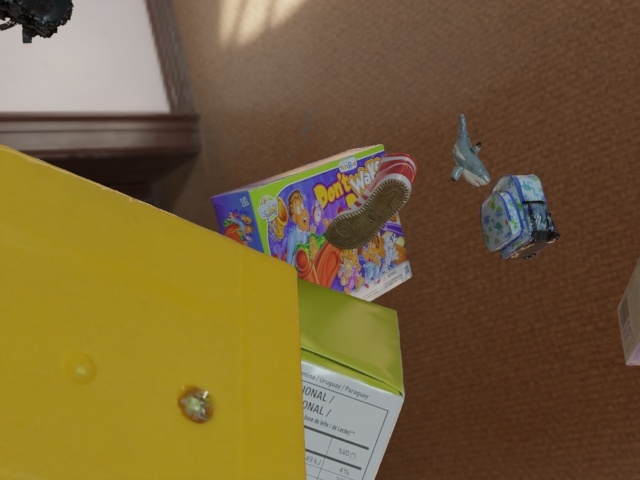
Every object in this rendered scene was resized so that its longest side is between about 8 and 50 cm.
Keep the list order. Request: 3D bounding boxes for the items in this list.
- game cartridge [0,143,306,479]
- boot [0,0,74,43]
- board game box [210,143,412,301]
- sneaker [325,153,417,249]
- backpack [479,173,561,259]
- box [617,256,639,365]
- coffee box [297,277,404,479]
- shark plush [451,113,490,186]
[{"bbox_3d":[-0.149,0.083,0.520,0.052,0.323,0.285,-42,37,38],"label":"game cartridge"},{"bbox_3d":[-0.208,-0.206,0.624,0.045,0.099,0.121,2,73,43],"label":"boot"},{"bbox_3d":[0.000,0.000,1.410,0.078,0.347,0.233,-6,102,38],"label":"board game box"},{"bbox_3d":[0.053,-0.040,0.900,0.042,0.067,0.118,39,131,-13],"label":"sneaker"},{"bbox_3d":[0.285,-0.038,1.332,0.105,0.084,0.114,127,139,-64],"label":"backpack"},{"bbox_3d":[0.302,0.012,0.726,0.324,0.063,0.067,80,-171,-59],"label":"box"},{"bbox_3d":[-0.121,0.206,0.991,0.337,0.338,0.334,-68,-3,-81],"label":"coffee box"},{"bbox_3d":[0.324,-0.190,1.944,0.067,0.073,0.161,-23,60,47],"label":"shark plush"}]
